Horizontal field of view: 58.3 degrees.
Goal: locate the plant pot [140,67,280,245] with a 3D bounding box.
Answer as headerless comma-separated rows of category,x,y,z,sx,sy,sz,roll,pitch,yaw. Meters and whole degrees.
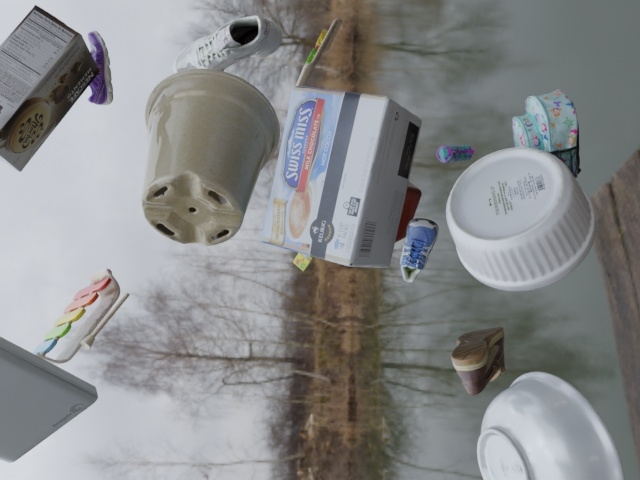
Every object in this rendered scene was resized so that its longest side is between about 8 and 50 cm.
plant pot,-0.272,-0.169,1.327,0.334,0.333,0.306,95,178,-48

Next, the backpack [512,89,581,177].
backpack,0.701,-0.328,1.774,0.225,0.190,0.254,-91,-9,-52

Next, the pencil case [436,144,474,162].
pencil case,0.502,-0.323,2.133,0.070,0.151,0.065,-9,92,48

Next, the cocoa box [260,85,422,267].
cocoa box,0.049,-0.133,1.257,0.231,0.227,0.347,5,-81,-63

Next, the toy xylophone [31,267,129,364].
toy xylophone,-0.639,0.208,1.534,0.081,0.236,0.323,48,-141,-23

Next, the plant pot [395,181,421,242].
plant pot,0.177,-0.125,1.922,0.267,0.235,0.267,50,132,49

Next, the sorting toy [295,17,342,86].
sorting toy,-0.016,-0.583,1.815,0.208,0.038,0.193,-60,5,-18

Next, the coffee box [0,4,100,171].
coffee box,-0.620,-0.316,1.214,0.297,0.118,0.168,-58,0,-14

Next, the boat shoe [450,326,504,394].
boat shoe,0.439,0.323,1.556,0.342,0.123,0.123,-15,-90,-66

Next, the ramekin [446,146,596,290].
ramekin,0.285,-0.040,0.845,0.109,0.207,0.207,46,-146,-42

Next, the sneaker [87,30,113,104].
sneaker,-0.531,-0.405,1.348,0.068,0.071,0.170,-159,65,-65

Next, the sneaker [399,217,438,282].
sneaker,0.238,0.024,1.391,0.211,0.080,0.081,89,-168,-54

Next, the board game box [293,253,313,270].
board game box,0.000,0.000,1.672,0.181,0.043,0.092,-48,-4,-32

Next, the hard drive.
hard drive,-0.638,0.303,1.104,0.047,0.233,0.353,51,176,39

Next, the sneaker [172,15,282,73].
sneaker,-0.256,-0.501,1.464,0.152,0.305,0.114,-17,-92,-77

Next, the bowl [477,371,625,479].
bowl,0.379,0.398,1.036,0.298,0.134,0.298,172,90,-70
